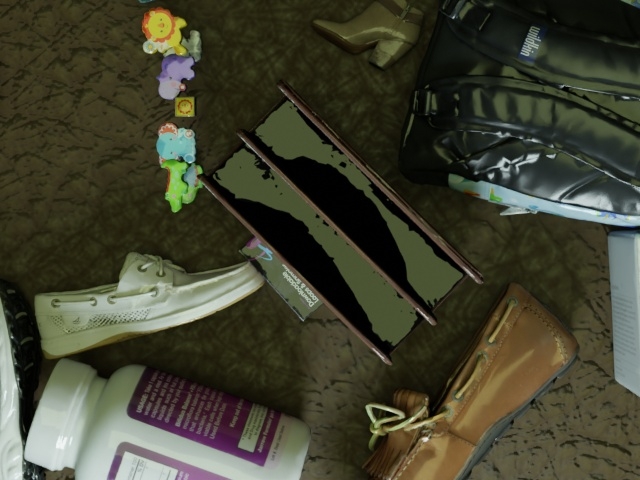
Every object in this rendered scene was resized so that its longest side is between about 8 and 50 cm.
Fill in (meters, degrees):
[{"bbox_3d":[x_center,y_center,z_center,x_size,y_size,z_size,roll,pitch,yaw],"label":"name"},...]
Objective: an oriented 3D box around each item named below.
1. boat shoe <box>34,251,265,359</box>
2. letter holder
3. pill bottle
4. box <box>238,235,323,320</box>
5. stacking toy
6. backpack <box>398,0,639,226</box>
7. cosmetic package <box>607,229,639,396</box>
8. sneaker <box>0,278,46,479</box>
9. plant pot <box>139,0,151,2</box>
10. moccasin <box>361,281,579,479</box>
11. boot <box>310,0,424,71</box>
[{"bbox_3d":[-0.206,0.059,1.596,0.277,0.098,0.096,-17,93,3],"label":"boat shoe"},{"bbox_3d":[0.019,-0.017,1.499,0.302,0.214,0.152,44,92,0],"label":"letter holder"},{"bbox_3d":[-0.176,0.241,1.567,0.301,0.169,0.169,20,93,-1],"label":"pill bottle"},{"bbox_3d":[0.000,0.000,1.623,0.162,0.029,0.116,-42,90,2],"label":"box"},{"bbox_3d":[-0.167,-0.145,1.552,0.052,0.167,0.221,-1,93,2],"label":"stacking toy"},{"bbox_3d":[0.306,-0.151,1.515,0.355,0.273,0.290,15,91,23],"label":"backpack"},{"bbox_3d":[0.419,0.076,1.553,0.151,0.151,0.184,-4,92,1],"label":"cosmetic package"},{"bbox_3d":[-0.388,0.181,1.609,0.108,0.100,0.271,0,93,7],"label":"sneaker"},{"bbox_3d":[-0.169,-0.420,1.545,0.165,0.166,0.234,-16,86,2],"label":"plant pot"},{"bbox_3d":[0.127,0.210,1.574,0.147,0.139,0.380,43,93,0],"label":"moccasin"},{"bbox_3d":[0.060,-0.258,1.607,0.118,0.042,0.087,31,87,-1],"label":"boot"}]
